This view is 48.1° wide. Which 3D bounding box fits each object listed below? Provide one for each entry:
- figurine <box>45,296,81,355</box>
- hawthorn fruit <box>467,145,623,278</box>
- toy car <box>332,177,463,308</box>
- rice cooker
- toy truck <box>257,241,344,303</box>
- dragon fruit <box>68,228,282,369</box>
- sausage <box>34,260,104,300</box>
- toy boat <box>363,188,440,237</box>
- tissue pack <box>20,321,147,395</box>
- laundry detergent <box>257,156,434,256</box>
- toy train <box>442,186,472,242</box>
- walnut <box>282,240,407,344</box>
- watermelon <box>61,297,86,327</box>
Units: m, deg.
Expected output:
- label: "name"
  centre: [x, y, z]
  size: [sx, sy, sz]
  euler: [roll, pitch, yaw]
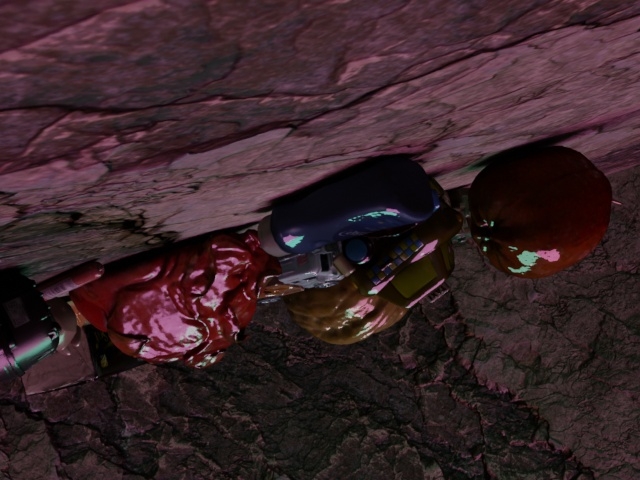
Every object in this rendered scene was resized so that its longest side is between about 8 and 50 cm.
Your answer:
- label: "figurine"
  centre: [-0.519, 0.161, 1.335]
  size: [0.125, 0.125, 0.138]
  euler: [-18, 160, 15]
- label: "hawthorn fruit"
  centre: [0.412, -0.059, 1.366]
  size: [0.262, 0.258, 0.258]
  euler: [-48, 178, -5]
- label: "toy car"
  centre: [0.169, 0.023, 1.349]
  size: [0.248, 0.198, 0.204]
  euler: [-42, 175, 22]
- label: "rice cooker"
  centre: [-0.434, 0.119, 0.995]
  size: [0.118, 0.142, 0.203]
  euler: [-28, -179, -22]
- label: "toy truck"
  centre: [-0.100, 0.048, 1.485]
  size: [0.338, 0.133, 0.184]
  euler: [-16, 167, 26]
- label: "dragon fruit"
  centre: [-0.230, 0.122, 1.266]
  size: [0.329, 0.228, 0.286]
  euler: [-17, 175, 33]
- label: "sausage"
  centre: [-0.416, 0.070, 1.164]
  size: [0.223, 0.029, 0.029]
  euler: [-20, 175, 38]
- label: "toy boat"
  centre: [0.111, -0.064, 1.172]
  size: [0.097, 0.100, 0.223]
  euler: [-53, -162, -22]
- label: "tissue pack"
  centre: [-0.578, 0.252, 1.799]
  size: [0.210, 0.198, 0.370]
  euler: [-13, 176, 12]
- label: "laundry detergent"
  centre: [0.016, -0.034, 1.054]
  size: [0.290, 0.094, 0.143]
  euler: [-20, 172, 36]
- label: "toy train"
  centre: [0.263, -0.035, 1.839]
  size: [0.159, 0.129, 0.326]
  euler: [-6, 170, -40]
- label: "walnut"
  centre: [0.072, 0.090, 1.664]
  size: [0.332, 0.333, 0.333]
  euler: [-17, 176, -1]
- label: "watermelon"
  centre: [-0.563, 0.174, 1.552]
  size: [0.125, 0.094, 0.135]
  euler: [-9, 173, 10]
